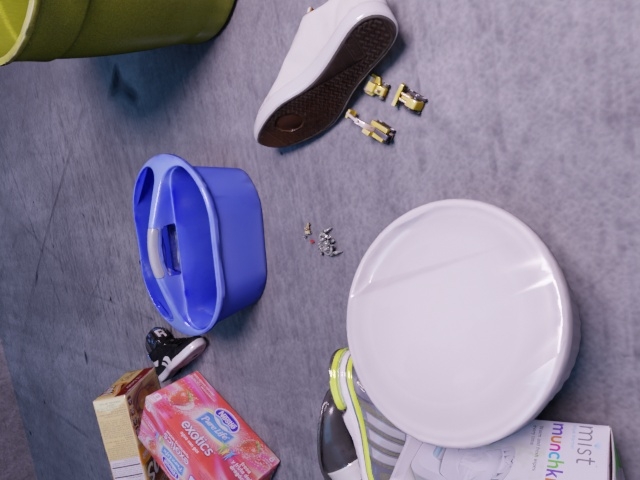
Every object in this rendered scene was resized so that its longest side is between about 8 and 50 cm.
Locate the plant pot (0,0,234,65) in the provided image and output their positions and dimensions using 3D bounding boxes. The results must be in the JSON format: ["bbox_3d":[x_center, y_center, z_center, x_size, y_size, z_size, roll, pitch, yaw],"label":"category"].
[{"bbox_3d":[-0.331,-0.449,0.710,0.367,0.353,0.366,12,109,36],"label":"plant pot"}]

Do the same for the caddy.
[{"bbox_3d":[-0.246,0.007,0.877,0.241,0.179,0.341,5,105,37],"label":"caddy"}]

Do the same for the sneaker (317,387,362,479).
[{"bbox_3d":[0.088,0.398,0.771,0.146,0.122,0.330,-10,97,24],"label":"sneaker"}]

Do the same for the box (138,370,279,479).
[{"bbox_3d":[-0.255,0.464,1.029,0.300,0.142,0.154,36,121,26],"label":"box"}]

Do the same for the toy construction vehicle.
[{"bbox_3d":[0.087,-0.186,0.653,0.098,0.035,0.086,42,124,23],"label":"toy construction vehicle"}]

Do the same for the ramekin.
[{"bbox_3d":[0.171,0.095,0.555,0.273,0.127,0.272,-14,69,42],"label":"ramekin"}]

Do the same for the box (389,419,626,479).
[{"bbox_3d":[0.246,0.350,0.556,0.231,0.127,0.262,-12,114,37],"label":"box"}]

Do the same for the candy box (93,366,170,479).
[{"bbox_3d":[-0.453,0.506,1.166,0.088,0.183,0.316,-12,96,3],"label":"candy box"}]

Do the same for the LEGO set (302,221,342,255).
[{"bbox_3d":[-0.001,0.002,0.781,0.083,0.023,0.054,13,110,35],"label":"LEGO set"}]

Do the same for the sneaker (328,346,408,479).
[{"bbox_3d":[0.117,0.291,0.677,0.121,0.111,0.300,-26,87,34],"label":"sneaker"}]

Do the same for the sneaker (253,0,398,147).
[{"bbox_3d":[-0.007,-0.255,0.687,0.290,0.106,0.123,-37,56,39],"label":"sneaker"}]

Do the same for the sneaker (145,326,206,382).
[{"bbox_3d":[-0.357,0.246,1.092,0.217,0.079,0.121,-44,76,39],"label":"sneaker"}]
